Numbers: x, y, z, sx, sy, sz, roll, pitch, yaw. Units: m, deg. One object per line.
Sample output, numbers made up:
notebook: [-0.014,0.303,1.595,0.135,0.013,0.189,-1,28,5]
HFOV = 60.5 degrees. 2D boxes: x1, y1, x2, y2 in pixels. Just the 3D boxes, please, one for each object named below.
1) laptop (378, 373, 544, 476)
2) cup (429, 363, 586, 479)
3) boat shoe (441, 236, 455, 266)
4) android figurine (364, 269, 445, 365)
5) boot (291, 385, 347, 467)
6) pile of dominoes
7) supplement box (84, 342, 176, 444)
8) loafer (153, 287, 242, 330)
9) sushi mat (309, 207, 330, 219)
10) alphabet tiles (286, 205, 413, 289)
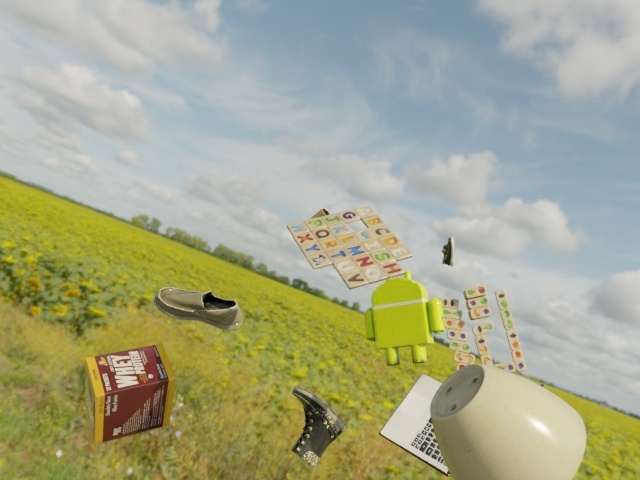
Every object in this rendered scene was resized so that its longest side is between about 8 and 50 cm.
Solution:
laptop: [0.482,0.578,1.879,0.408,0.236,0.382,25,33,24]
cup: [0.395,0.430,1.278,0.237,0.331,0.331,45,-9,-6]
boat shoe: [0.383,0.033,1.649,0.038,0.046,0.125,7,-33,18]
android figurine: [0.238,0.224,1.607,0.248,0.273,0.056,-15,-19,30]
boot: [-0.041,0.606,1.785,0.236,0.178,0.085,46,-20,-18]
pile of dominoes: [0.454,0.257,1.546,0.196,0.251,0.040,-12,-16,2]
supplement box: [-0.494,0.392,1.416,0.194,0.191,0.129,-6,39,-31]
loafer: [-0.332,0.169,1.510,0.251,0.087,0.094,13,35,0]
sushi mat: [0.000,0.000,1.756,0.151,0.019,0.316,54,-24,0]
alphabet tiles: [0.063,0.010,1.113,0.198,0.009,0.237,-14,38,-18]
